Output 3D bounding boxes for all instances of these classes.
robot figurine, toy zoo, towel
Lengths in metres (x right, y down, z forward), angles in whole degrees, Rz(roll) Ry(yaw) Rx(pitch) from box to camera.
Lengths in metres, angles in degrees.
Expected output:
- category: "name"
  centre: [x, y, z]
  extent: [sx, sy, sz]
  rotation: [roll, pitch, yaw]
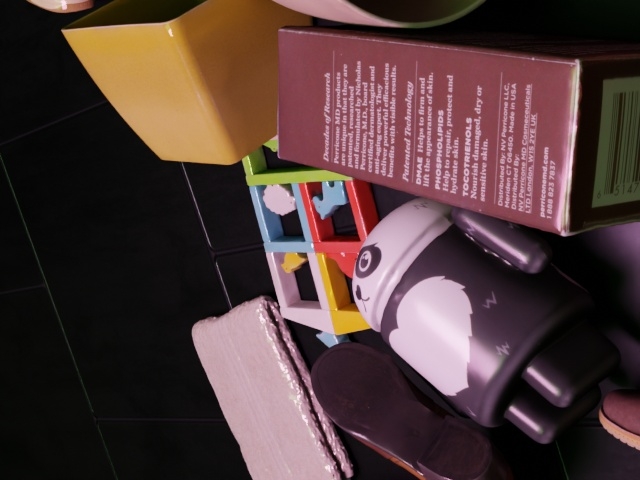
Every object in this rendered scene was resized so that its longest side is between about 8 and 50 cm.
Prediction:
- category: "robot figurine"
  centre: [0.157, 0.075, 1.152]
  extent: [0.278, 0.173, 0.209]
  rotation: [41, 101, 26]
- category: "toy zoo"
  centre: [0.000, 0.000, 1.401]
  extent: [0.192, 0.030, 0.293]
  rotation: [-1, 108, 48]
- category: "towel"
  centre: [-0.067, 0.220, 1.570]
  extent: [0.187, 0.049, 0.282]
  rotation: [-25, 88, 49]

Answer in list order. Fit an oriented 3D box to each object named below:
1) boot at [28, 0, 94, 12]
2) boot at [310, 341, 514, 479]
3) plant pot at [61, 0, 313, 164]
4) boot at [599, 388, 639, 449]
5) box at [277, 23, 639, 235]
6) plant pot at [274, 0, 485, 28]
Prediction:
- category: "boot"
  centre: [-0.412, -0.444, 1.583]
  extent: [0.262, 0.095, 0.203]
  rotation: [28, 128, 34]
- category: "boot"
  centre: [0.130, 0.245, 1.286]
  extent: [0.264, 0.096, 0.280]
  rotation: [22, 159, 36]
- category: "plant pot"
  centre: [-0.127, -0.203, 1.321]
  extent: [0.212, 0.212, 0.187]
  rotation: [7, 126, 46]
- category: "boot"
  centre: [0.362, 0.095, 1.035]
  extent: [0.248, 0.090, 0.207]
  rotation: [4, 99, 48]
- category: "box"
  centre: [0.141, -0.114, 1.011]
  extent: [0.381, 0.191, 0.143]
  rotation: [22, 115, 52]
- category: "plant pot"
  centre: [0.014, -0.314, 1.095]
  extent: [0.274, 0.256, 0.256]
  rotation: [4, 112, 63]
